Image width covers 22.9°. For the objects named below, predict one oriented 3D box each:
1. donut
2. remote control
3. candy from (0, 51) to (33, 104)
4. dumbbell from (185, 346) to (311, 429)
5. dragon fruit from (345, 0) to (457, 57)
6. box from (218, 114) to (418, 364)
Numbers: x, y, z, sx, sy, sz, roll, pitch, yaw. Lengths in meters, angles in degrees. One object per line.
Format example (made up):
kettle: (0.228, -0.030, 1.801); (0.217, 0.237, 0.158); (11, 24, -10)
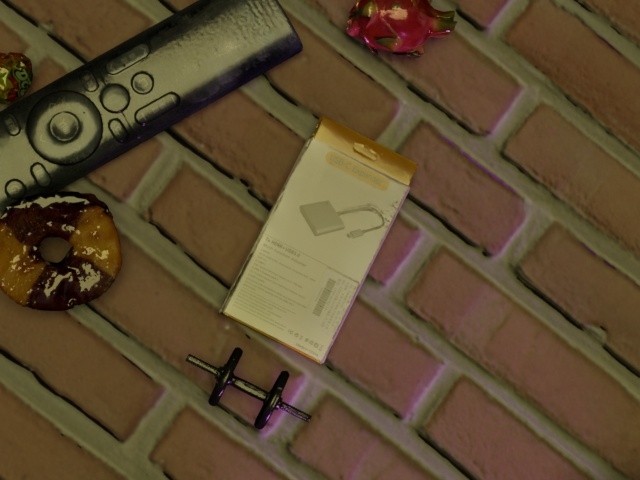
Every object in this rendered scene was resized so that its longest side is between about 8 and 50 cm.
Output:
donut: (-0.281, 0.007, 1.672); (0.140, 0.059, 0.140); (-2, 98, -15)
remote control: (-0.205, -0.161, 1.721); (0.377, 0.044, 0.107); (-30, 84, -9)
candy: (-0.407, -0.199, 1.707); (0.201, 0.060, 0.060); (19, 81, 4)
dumbbell: (-0.076, 0.157, 1.681); (0.147, 0.069, 0.069); (28, 81, -3)
dragon fruit: (0.090, -0.242, 1.744); (0.116, 0.081, 0.086); (18, 71, -3)
box: (0.000, 0.000, 1.728); (0.129, 0.033, 0.247); (28, 81, -1)
